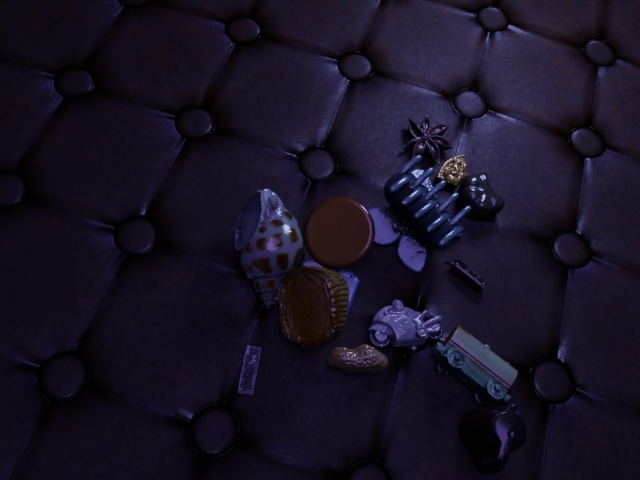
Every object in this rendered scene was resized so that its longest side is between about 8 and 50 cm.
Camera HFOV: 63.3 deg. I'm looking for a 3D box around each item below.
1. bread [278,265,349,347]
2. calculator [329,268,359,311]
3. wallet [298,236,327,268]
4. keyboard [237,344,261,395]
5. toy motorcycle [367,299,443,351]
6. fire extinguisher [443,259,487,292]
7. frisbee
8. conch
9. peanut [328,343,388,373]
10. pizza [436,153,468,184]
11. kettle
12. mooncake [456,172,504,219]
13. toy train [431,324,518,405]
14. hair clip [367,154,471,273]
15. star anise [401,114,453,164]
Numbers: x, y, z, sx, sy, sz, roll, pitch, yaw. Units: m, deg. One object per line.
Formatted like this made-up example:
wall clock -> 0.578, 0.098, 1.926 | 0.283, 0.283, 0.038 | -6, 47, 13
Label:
bread -> -0.020, 0.209, 1.645 | 0.227, 0.142, 0.254 | 3, 91, 20
calculator -> 0.052, 0.191, 1.757 | 0.120, 0.039, 0.210 | 20, 68, 5
wallet -> 0.000, 0.000, 1.828 | 0.124, 0.042, 0.230 | 22, 72, 4
keyboard -> -0.226, 0.412, 1.655 | 0.053, 0.010, 0.155 | 8, 67, -1
toy motorcycle -> 0.273, 0.270, 1.715 | 0.259, 0.110, 0.171 | -5, 56, -13
fire extinguisher -> 0.513, 0.114, 1.833 | 0.157, 0.045, 0.078 | 38, 41, 11
frisbee -> 0.062, -0.030, 1.775 | 0.250, 0.021, 0.251 | -2, 81, 10
conch -> -0.177, 0.025, 1.724 | 0.249, 0.197, 0.368 | 5, 68, 37
peanut -> 0.121, 0.379, 1.658 | 0.193, 0.094, 0.083 | 7, 28, -5
pizza -> 0.515, -0.271, 1.992 | 0.160, 0.036, 0.099 | -39, 76, -18
kettle -> 0.503, 0.584, 1.534 | 0.144, 0.232, 0.202 | 30, 69, 8
mooncake -> 0.596, -0.165, 1.923 | 0.175, 0.104, 0.168 | 34, 63, 5
toy train -> 0.503, 0.403, 1.682 | 0.285, 0.116, 0.177 | 37, 57, 10
hair clip -> 0.344, -0.097, 1.800 | 0.392, 0.238, 0.318 | -37, 78, -18
star anise -> 0.420, -0.387, 2.011 | 0.196, 0.073, 0.213 | 12, 70, 4
